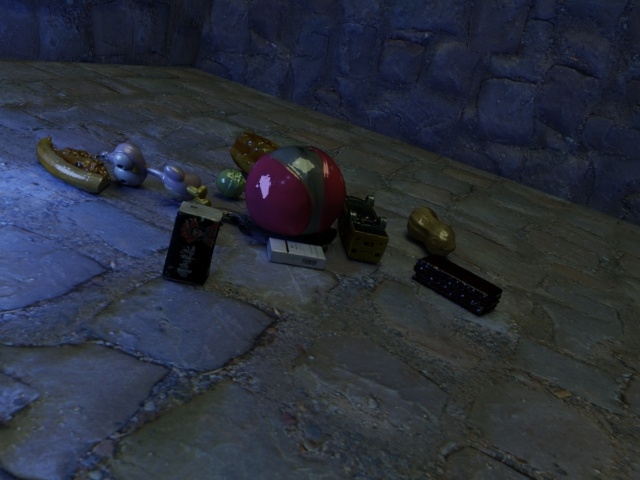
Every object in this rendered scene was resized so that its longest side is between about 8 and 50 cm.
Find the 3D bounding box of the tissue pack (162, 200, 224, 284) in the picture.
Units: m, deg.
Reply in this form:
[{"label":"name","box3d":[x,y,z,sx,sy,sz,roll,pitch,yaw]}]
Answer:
[{"label":"tissue pack","box3d":[-0.291,0.007,1.291,0.103,0.170,0.090,14,22,-10]}]

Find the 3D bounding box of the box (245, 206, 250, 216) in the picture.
[{"label":"box","box3d":[-0.147,-0.092,1.790,0.129,0.051,0.130,24,22,21]}]

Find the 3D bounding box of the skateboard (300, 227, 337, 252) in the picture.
[{"label":"skateboard","box3d":[0.000,0.000,1.671,0.080,0.067,0.151,37,34,22]}]

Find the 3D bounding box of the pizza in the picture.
[{"label":"pizza","box3d":[-0.737,-0.231,1.693,0.182,0.074,0.365,-8,32,-44]}]

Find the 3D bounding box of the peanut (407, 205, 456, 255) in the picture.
[{"label":"peanut","box3d":[0.371,-0.033,1.916,0.125,0.111,0.274,3,25,-19]}]

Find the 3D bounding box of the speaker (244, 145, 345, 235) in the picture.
[{"label":"speaker","box3d":[-0.080,-0.141,1.645,0.294,0.294,0.294,13,22,-6]}]

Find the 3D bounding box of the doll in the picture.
[{"label":"doll","box3d":[-0.492,-0.196,1.687,0.365,0.160,0.094,20,65,8]}]

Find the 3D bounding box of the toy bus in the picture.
[{"label":"toy bus","box3d":[0.124,-0.053,1.779,0.121,0.123,0.335,10,22,-11]}]

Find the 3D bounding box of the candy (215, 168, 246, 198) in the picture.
[{"label":"candy","box3d":[-0.187,-0.155,1.896,0.335,0.092,0.093,16,33,-21]}]

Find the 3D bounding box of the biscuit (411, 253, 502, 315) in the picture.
[{"label":"biscuit","box3d":[0.383,0.120,1.611,0.252,0.070,0.106,31,26,32]}]

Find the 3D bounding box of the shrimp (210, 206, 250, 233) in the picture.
[{"label":"shrimp","box3d":[-0.277,-0.045,1.597,0.152,0.046,0.219,10,22,-4]}]

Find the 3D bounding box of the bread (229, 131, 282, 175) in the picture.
[{"label":"bread","box3d":[-0.181,-0.265,2.042,0.195,0.149,0.344,12,19,-48]}]

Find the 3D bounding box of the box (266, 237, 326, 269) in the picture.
[{"label":"box","box3d":[-0.067,0.035,1.551,0.154,0.040,0.084,9,25,-14]}]
